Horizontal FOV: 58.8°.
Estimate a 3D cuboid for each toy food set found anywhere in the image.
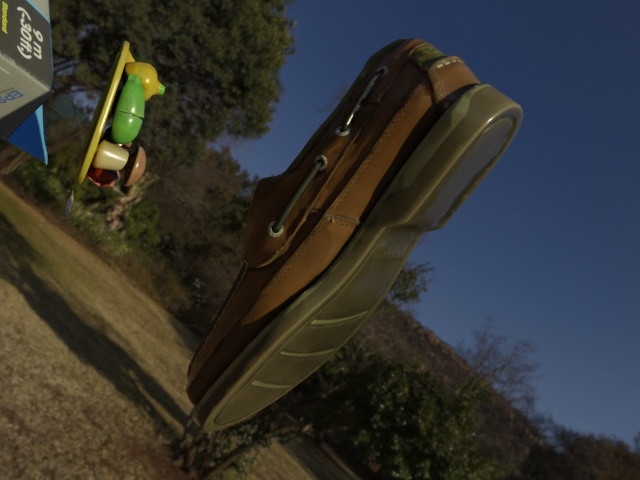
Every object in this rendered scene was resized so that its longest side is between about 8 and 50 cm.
[{"bbox_3d":[-0.243,-0.126,0.689,0.071,0.217,0.128,19,-2,-26],"label":"toy food set"}]

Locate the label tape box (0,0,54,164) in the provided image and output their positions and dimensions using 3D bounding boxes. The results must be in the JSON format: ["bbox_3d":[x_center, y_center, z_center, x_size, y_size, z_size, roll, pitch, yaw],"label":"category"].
[{"bbox_3d":[-0.334,-0.252,0.530,0.333,0.106,0.240,46,30,-69],"label":"label tape box"}]

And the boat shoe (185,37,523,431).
[{"bbox_3d":[0.000,0.000,0.408,0.104,0.307,0.111,45,9,23],"label":"boat shoe"}]
